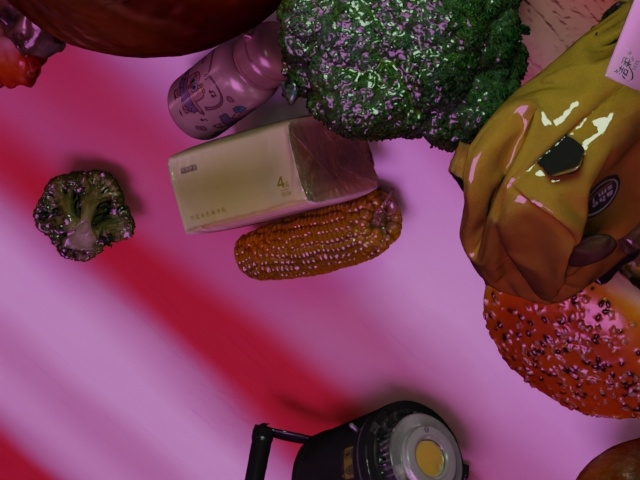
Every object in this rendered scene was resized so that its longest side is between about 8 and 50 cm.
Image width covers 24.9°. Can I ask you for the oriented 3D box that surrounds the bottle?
[{"bbox_3d":[-0.104,-0.209,1.904,0.110,0.097,0.209,37,141,-21],"label":"bottle"}]

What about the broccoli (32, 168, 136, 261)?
[{"bbox_3d":[-0.361,-0.042,2.228,0.162,0.138,0.146,-38,118,16],"label":"broccoli"}]

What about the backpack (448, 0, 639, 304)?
[{"bbox_3d":[0.308,-0.079,1.618,0.201,0.353,0.378,48,174,23],"label":"backpack"}]

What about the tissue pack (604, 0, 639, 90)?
[{"bbox_3d":[0.344,-0.253,1.280,0.092,0.246,0.149,24,140,10],"label":"tissue pack"}]

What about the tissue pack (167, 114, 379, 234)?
[{"bbox_3d":[-0.066,-0.091,1.939,0.234,0.159,0.125,-13,90,41],"label":"tissue pack"}]

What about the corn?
[{"bbox_3d":[0.000,0.000,2.064,0.310,0.101,0.101,-21,120,42],"label":"corn"}]

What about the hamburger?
[{"bbox_3d":[0.357,0.107,1.898,0.300,0.176,0.300,18,141,16],"label":"hamburger"}]

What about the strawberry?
[{"bbox_3d":[-0.470,-0.349,1.960,0.336,0.149,0.265,11,146,37],"label":"strawberry"}]

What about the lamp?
[{"bbox_3d":[0.087,0.372,2.324,0.374,0.205,0.272,17,147,-10],"label":"lamp"}]

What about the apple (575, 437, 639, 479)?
[{"bbox_3d":[0.489,0.430,2.066,0.301,0.301,0.301,17,140,15],"label":"apple"}]

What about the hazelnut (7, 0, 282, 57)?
[{"bbox_3d":[-0.223,-0.377,1.570,0.421,0.421,0.353,39,109,-11],"label":"hazelnut"}]

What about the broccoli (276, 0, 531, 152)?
[{"bbox_3d":[0.096,-0.254,1.621,0.303,0.321,0.283,25,180,-18],"label":"broccoli"}]
